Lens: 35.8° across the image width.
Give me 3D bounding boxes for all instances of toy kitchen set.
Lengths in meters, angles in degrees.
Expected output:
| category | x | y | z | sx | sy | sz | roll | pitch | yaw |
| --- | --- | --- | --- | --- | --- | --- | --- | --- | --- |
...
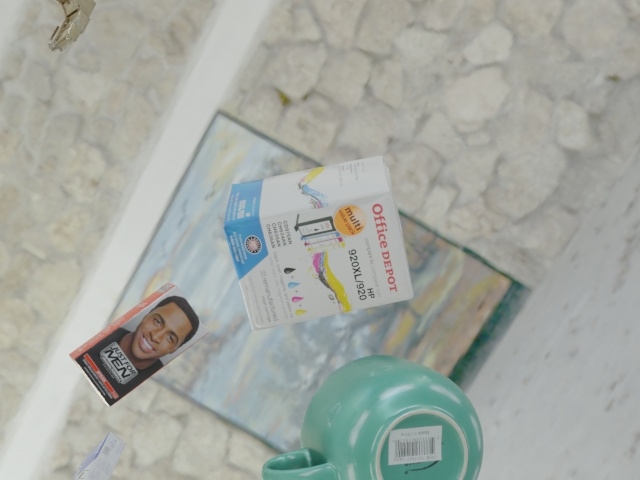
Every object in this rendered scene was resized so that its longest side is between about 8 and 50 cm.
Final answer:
| category | x | y | z | sx | sy | sz | roll | pitch | yaw |
| --- | --- | --- | --- | --- | --- | --- | --- | --- | --- |
| toy kitchen set | -0.356 | -0.298 | 1.309 | 0.068 | 0.075 | 0.083 | -22 | 39 | 36 |

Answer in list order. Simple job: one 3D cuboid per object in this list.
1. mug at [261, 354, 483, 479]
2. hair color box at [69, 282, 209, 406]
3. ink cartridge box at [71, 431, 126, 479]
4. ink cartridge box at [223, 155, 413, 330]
| category | x | y | z | sx | sy | sz | roll | pitch | yaw |
| --- | --- | --- | --- | --- | --- | --- | --- | --- | --- |
| mug | 0.051 | 0.168 | 0.760 | 0.157 | 0.129 | 0.097 | -49 | 14 | -12 |
| hair color box | -0.207 | 0.118 | 1.135 | 0.141 | 0.072 | 0.043 | -38 | 14 | -18 |
| ink cartridge box | -0.447 | 0.466 | 1.911 | 0.097 | 0.046 | 0.207 | -45 | 11 | 20 |
| ink cartridge box | 0.000 | 0.000 | 1.407 | 0.168 | 0.233 | 0.171 | -91 | -12 | -68 |
